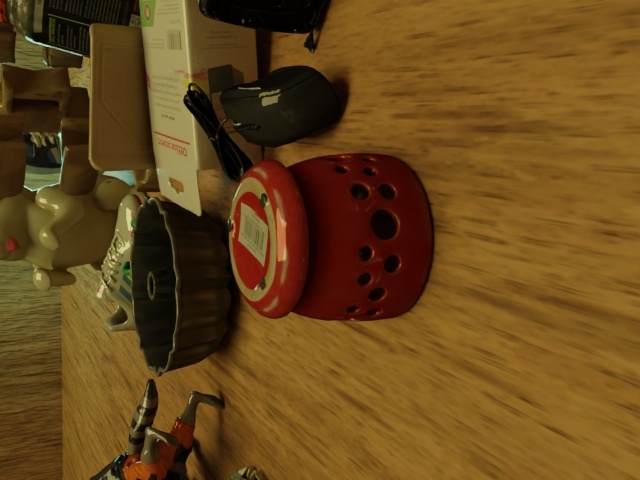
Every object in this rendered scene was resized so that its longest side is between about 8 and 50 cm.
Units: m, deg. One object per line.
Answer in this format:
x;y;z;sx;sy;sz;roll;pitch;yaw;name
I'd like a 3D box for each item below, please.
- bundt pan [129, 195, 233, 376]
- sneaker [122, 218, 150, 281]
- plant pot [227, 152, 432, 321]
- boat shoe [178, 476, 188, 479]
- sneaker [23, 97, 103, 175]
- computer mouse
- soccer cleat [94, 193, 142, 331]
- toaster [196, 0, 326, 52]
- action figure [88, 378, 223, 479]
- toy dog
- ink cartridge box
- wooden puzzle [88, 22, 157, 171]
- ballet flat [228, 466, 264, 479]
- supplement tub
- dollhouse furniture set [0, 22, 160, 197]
-0.256;0.080;1.294;0.331;0.124;0.331;7;98;62;bundt pan
-0.360;0.084;1.485;0.109;0.123;0.296;5;98;62;sneaker
0.000;0.000;0.768;0.191;0.174;0.191;16;108;61;plant pot
-0.300;0.529;1.463;0.228;0.080;0.076;-168;76;-68;boat shoe
-0.671;-0.296;1.826;0.130;0.322;0.236;50;121;34;sneaker
-0.074;-0.137;0.951;0.262;0.060;0.184;2;133;38;computer mouse
-0.441;0.062;1.568;0.116;0.143;0.331;35;132;55;soccer cleat
-0.067;-0.353;0.875;0.186;0.168;0.110;-62;38;41;toaster
-0.326;0.407;1.299;0.330;0.178;0.341;-51;6;16;action figure
-0.672;-0.060;1.754;0.395;0.407;0.285;64;143;36;toy dog
-0.193;-0.235;1.125;0.207;0.119;0.354;25;121;54;ink cartridge box
-0.300;-0.245;1.207;0.044;0.221;0.239;15;108;43;wooden puzzle
-0.117;0.399;1.157;0.114;0.041;0.041;1;93;61;ballet flat
-0.431;-0.451;1.319;0.207;0.338;0.207;-167;90;-75;supplement tub
-0.505;-0.245;1.446;0.256;0.394;0.362;-56;45;48;dollhouse furniture set
